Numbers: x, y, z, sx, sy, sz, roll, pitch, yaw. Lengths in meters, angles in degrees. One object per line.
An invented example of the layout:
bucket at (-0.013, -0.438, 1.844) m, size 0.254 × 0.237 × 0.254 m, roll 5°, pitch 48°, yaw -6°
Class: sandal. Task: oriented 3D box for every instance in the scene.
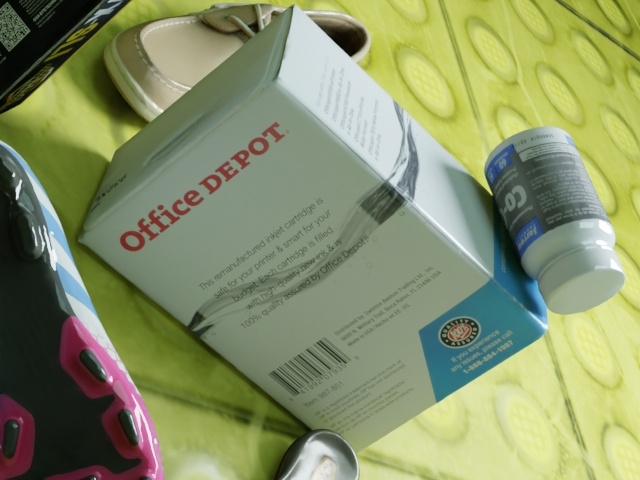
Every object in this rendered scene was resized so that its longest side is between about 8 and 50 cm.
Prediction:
sandal at (-0.004, 0.222, 1.099) m, size 0.090 × 0.060 × 0.219 m, roll 45°, pitch 37°, yaw -14°

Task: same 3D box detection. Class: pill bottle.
pill bottle at (0.186, -0.015, 1.151) m, size 0.078 × 0.078 × 0.137 m, roll 20°, pitch 42°, yaw -45°

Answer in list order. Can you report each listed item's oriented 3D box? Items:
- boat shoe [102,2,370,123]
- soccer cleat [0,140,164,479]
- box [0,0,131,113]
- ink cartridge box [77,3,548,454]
boat shoe at (-0.071, -0.179, 1.368) m, size 0.122 × 0.110 × 0.341 m, roll 59°, pitch 30°, yaw 8°
soccer cleat at (-0.181, 0.086, 0.946) m, size 0.143 × 0.116 × 0.331 m, roll 154°, pitch -82°, yaw -81°
box at (-0.221, -0.272, 1.040) m, size 0.257 × 0.322 × 0.079 m, roll 53°, pitch 31°, yaw -2°
ink cartridge box at (0.000, 0.000, 1.172) m, size 0.307 × 0.223 × 0.129 m, roll 42°, pitch 31°, yaw -22°
